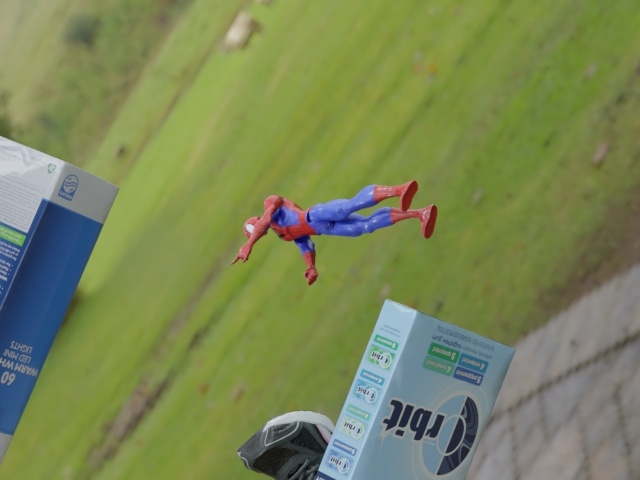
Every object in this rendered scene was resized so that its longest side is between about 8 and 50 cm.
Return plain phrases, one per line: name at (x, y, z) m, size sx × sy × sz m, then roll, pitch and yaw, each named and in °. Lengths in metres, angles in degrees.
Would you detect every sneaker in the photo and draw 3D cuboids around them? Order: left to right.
sneaker at (0.009, 0.208, 1.594) m, size 0.072 × 0.178 × 0.077 m, roll -49°, pitch 45°, yaw 25°

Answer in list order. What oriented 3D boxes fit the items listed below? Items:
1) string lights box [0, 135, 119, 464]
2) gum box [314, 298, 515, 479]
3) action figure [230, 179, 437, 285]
string lights box at (-0.279, 0.048, 1.450) m, size 0.133 × 0.076 × 0.260 m, roll 21°, pitch 87°, yaw 35°
gum box at (0.081, 0.158, 1.561) m, size 0.041 × 0.157 × 0.184 m, roll 20°, pitch 89°, yaw 41°
action figure at (0.000, 0.000, 2.314) m, size 0.280 × 0.091 × 0.139 m, roll -3°, pitch 50°, yaw 38°
